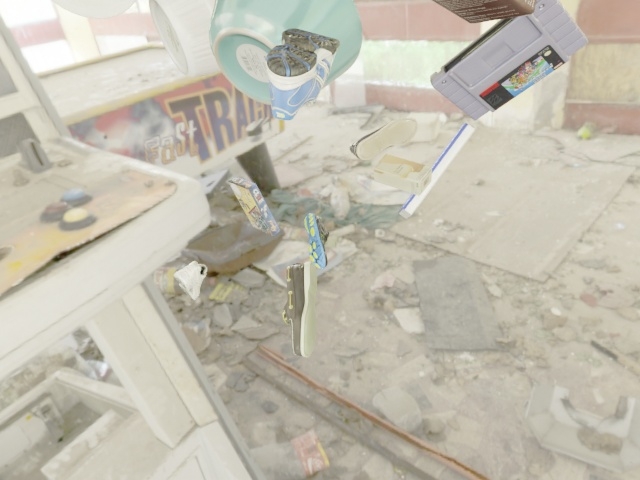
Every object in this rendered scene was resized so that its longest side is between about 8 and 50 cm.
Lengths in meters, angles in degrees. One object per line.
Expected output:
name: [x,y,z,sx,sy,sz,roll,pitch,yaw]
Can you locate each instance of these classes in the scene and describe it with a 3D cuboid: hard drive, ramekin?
hard drive: [0.366,-0.215,1.549,0.040,0.319,0.210,37,3,5]
ramekin: [-0.358,-0.576,1.312,0.127,0.273,0.273,-32,37,-17]

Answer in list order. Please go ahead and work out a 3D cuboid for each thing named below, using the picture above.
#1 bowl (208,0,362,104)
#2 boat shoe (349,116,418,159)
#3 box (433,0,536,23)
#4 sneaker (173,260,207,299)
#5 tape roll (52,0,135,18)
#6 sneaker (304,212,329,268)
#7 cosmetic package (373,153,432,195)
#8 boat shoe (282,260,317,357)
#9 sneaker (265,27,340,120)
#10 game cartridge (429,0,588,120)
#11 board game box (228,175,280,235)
bowl: [-0.092,-0.384,0.935,0.311,0.311,0.163,13,64,31]
boat shoe: [0.168,-0.278,1.282,0.206,0.075,0.065,-30,30,-19]
box: [0.358,-0.597,1.043,0.203,0.168,0.167,3,11,-40]
sneaker: [-0.464,0.145,1.788,0.090,0.232,0.115,43,70,8]
tape roll: [-0.553,-0.686,1.134,0.286,0.286,0.100,-7,46,3]
sneaker: [0.000,0.000,1.546,0.078,0.067,0.188,8,62,-39]
cosmetic package: [0.179,-0.145,1.050,0.115,0.041,0.060,22,53,28]
boat shoe: [-0.050,0.157,1.099,0.068,0.081,0.228,-7,59,15]
sneaker: [-0.029,-0.242,0.679,0.080,0.081,0.211,18,39,9]
game cartridge: [0.510,-0.488,1.312,0.355,0.230,0.068,-34,44,38]
board game box: [-0.271,-0.140,1.969,0.042,0.243,0.165,-41,39,-22]
